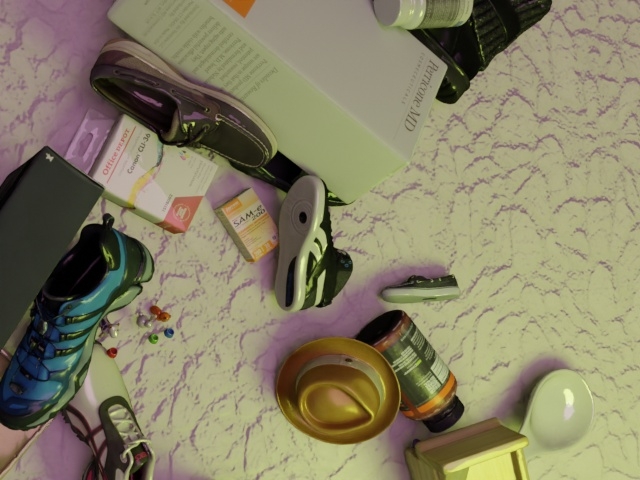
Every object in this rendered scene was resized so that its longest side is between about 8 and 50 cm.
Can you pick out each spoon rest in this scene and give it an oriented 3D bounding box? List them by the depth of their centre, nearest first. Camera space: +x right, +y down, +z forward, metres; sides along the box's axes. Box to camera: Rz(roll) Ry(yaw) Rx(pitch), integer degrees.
[{"bbox_3d":[0.358,0.321,1.748,0.276,0.084,0.137,-29,100,-20],"label":"spoon rest"}]

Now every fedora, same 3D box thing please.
[{"bbox_3d":[0.026,0.242,1.572,0.194,0.079,0.194,1,107,4],"label":"fedora"}]

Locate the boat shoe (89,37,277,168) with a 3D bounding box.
[{"bbox_3d":[-0.196,-0.174,1.458,0.285,0.103,0.092,33,47,-13],"label":"boat shoe"}]

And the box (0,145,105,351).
[{"bbox_3d":[-0.413,0.023,1.348,0.103,0.184,0.261,36,65,-19],"label":"box"}]

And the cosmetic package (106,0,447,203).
[{"bbox_3d":[-0.051,-0.289,1.509,0.453,0.161,0.230,37,51,-19],"label":"cosmetic package"}]

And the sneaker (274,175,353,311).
[{"bbox_3d":[0.000,0.000,1.588,0.121,0.079,0.216,-7,117,-42],"label":"sneaker"}]

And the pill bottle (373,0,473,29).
[{"bbox_3d":[0.152,-0.353,1.532,0.137,0.078,0.078,-11,93,-33],"label":"pill bottle"}]

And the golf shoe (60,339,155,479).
[{"bbox_3d":[-0.283,0.268,1.446,0.105,0.120,0.272,-18,98,-49],"label":"golf shoe"}]

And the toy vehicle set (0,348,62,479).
[{"bbox_3d":[-0.501,0.201,1.410,0.267,0.035,0.166,45,73,-16],"label":"toy vehicle set"}]

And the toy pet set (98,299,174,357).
[{"bbox_3d":[-0.267,0.092,1.477,0.122,0.065,0.114,-19,70,-49],"label":"toy pet set"}]

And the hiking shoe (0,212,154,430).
[{"bbox_3d":[-0.351,0.106,1.370,0.304,0.113,0.132,-59,154,-11],"label":"hiking shoe"}]

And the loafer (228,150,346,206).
[{"bbox_3d":[-0.034,-0.105,1.594,0.223,0.078,0.076,19,82,-21],"label":"loafer"}]

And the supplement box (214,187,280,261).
[{"bbox_3d":[-0.108,-0.024,1.583,0.062,0.036,0.098,-37,102,-21],"label":"supplement box"}]

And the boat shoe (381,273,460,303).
[{"bbox_3d":[0.163,0.078,1.695,0.142,0.049,0.040,0,70,-25],"label":"boat shoe"}]

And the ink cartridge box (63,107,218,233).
[{"bbox_3d":[-0.265,-0.104,1.501,0.198,0.067,0.115,28,78,-20],"label":"ink cartridge box"}]

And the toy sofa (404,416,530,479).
[{"bbox_3d":[0.264,0.475,1.640,0.150,0.177,0.362,-15,95,-14],"label":"toy sofa"}]

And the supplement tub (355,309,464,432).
[{"bbox_3d":[0.147,0.213,1.649,0.106,0.106,0.198,-42,104,-19],"label":"supplement tub"}]

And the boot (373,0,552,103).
[{"bbox_3d":[0.197,-0.423,1.669,0.260,0.131,0.348,-47,117,-10],"label":"boot"}]
